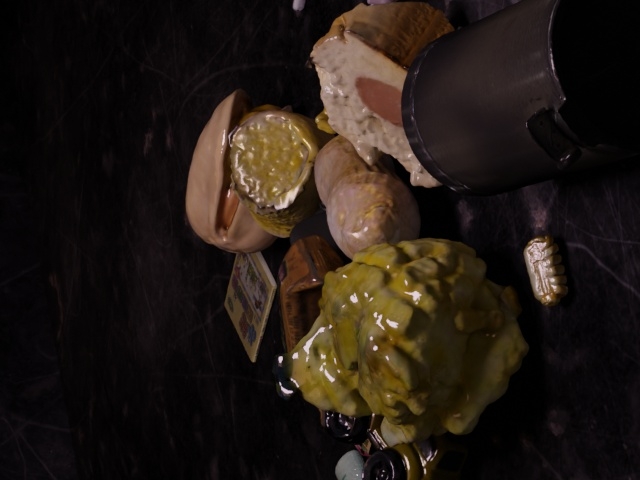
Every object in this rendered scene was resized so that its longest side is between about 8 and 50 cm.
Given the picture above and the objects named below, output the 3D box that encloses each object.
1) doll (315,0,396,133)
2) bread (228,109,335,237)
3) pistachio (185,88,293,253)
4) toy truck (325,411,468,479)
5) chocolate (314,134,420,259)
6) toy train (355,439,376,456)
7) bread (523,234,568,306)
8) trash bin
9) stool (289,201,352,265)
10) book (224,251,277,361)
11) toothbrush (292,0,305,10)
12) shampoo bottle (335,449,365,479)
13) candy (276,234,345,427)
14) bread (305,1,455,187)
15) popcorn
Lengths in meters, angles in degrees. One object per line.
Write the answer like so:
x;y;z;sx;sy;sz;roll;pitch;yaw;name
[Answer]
0.067;-0.326;1.991;0.160;0.094;0.365;-78;1;-49;doll
-0.058;-0.107;2.176;0.170;0.197;0.197;20;-118;-70;bread
-0.129;-0.110;2.366;0.187;0.187;0.299;51;131;52;pistachio
0.127;0.259;1.905;0.165;0.147;0.224;-53;44;22;toy truck
0.066;-0.060;1.958;0.309;0.134;0.134;-107;24;-64;chocolate
0.083;0.257;2.086;0.087;0.050;0.138;46;132;48;toy train
0.276;0.037;1.668;0.049;0.033;0.088;-31;68;46;bread
0.248;-0.170;1.516;0.252;0.203;0.301;-54;16;-21;trash bin
0.040;0.029;2.069;0.228;0.153;0.139;-55;-32;-58;stool
-0.131;0.103;2.569;0.168;0.013;0.192;-120;36;-43;book
-0.016;-0.517;2.254;0.026;0.024;0.288;31;120;45;toothbrush
0.074;0.419;2.127;0.069;0.041;0.191;-64;38;37;shampoo bottle
-0.008;0.126;1.951;0.143;0.101;0.271;-110;16;-55;candy
0.088;-0.199;1.837;0.184;0.211;0.224;124;138;-49;bread
0.123;0.135;1.768;0.293;0.237;0.293;-3;87;56;popcorn
